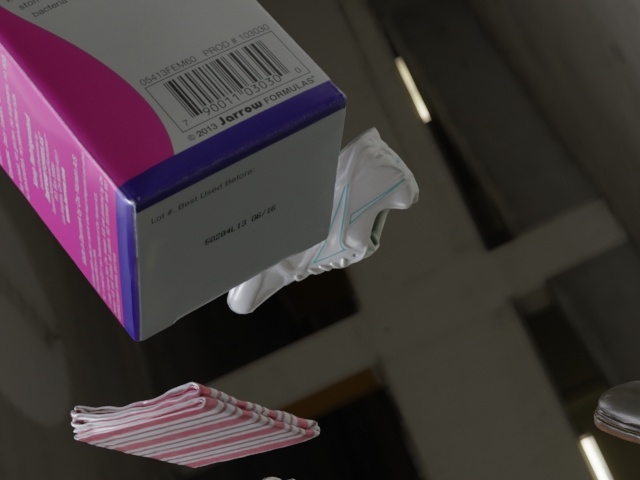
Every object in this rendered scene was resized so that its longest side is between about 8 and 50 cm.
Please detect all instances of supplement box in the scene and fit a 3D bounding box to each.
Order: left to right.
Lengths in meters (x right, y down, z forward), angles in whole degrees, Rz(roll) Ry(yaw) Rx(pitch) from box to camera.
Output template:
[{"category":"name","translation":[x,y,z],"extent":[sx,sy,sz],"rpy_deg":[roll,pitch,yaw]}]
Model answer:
[{"category":"supplement box","translation":[-0.099,-0.080,0.738],"extent":[0.220,0.111,0.114],"rpy_deg":[50,154,26]}]

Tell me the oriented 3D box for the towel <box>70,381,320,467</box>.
[{"category":"towel","translation":[-0.107,0.163,1.389],"extent":[0.197,0.144,0.029],"rpy_deg":[27,-127,-55]}]

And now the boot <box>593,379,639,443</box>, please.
[{"category":"boot","translation":[0.279,0.080,1.062],"extent":[0.082,0.219,0.106],"rpy_deg":[-30,-70,-51]}]

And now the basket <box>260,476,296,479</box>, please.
[{"category":"basket","translation":[-0.153,0.397,1.255],"extent":[0.331,0.266,0.328],"rpy_deg":[0,-118,-36]}]

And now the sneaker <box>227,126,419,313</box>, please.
[{"category":"sneaker","translation":[0.000,0.000,1.008],"extent":[0.061,0.152,0.054],"rpy_deg":[44,-164,-1]}]
